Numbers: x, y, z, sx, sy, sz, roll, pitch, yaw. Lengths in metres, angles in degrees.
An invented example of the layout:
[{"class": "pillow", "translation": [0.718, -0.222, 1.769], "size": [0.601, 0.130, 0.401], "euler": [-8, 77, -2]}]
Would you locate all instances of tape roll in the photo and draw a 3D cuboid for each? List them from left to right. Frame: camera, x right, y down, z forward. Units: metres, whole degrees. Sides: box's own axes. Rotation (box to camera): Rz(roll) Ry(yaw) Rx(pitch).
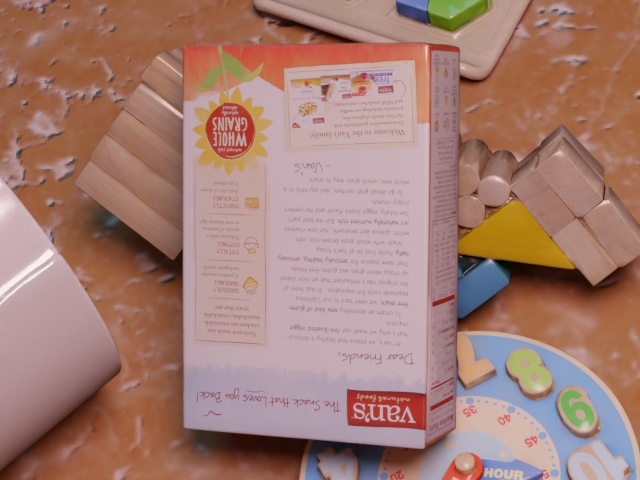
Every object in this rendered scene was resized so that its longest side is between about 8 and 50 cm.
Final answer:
[{"class": "tape roll", "translation": [-0.260, 0.038, 1.003], "size": [0.169, 0.246, 0.246], "euler": [-40, 60, -17]}]

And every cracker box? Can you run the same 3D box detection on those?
[{"class": "cracker box", "translation": [0.000, 0.000, 0.989], "size": [0.156, 0.067, 0.232], "euler": [3, 95, 22]}]

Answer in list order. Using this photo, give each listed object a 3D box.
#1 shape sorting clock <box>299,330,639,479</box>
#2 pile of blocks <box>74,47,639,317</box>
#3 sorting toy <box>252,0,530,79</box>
[{"class": "shape sorting clock", "translation": [0.088, 0.140, 1.001], "size": [0.206, 0.040, 0.206], "euler": [-4, 57, 6]}, {"class": "pile of blocks", "translation": [0.030, -0.028, 1.100], "size": [0.362, 0.149, 0.112], "euler": [14, 17, 7]}, {"class": "sorting toy", "translation": [0.076, -0.224, 1.243], "size": [0.193, 0.038, 0.208], "euler": [21, 62, 21]}]
